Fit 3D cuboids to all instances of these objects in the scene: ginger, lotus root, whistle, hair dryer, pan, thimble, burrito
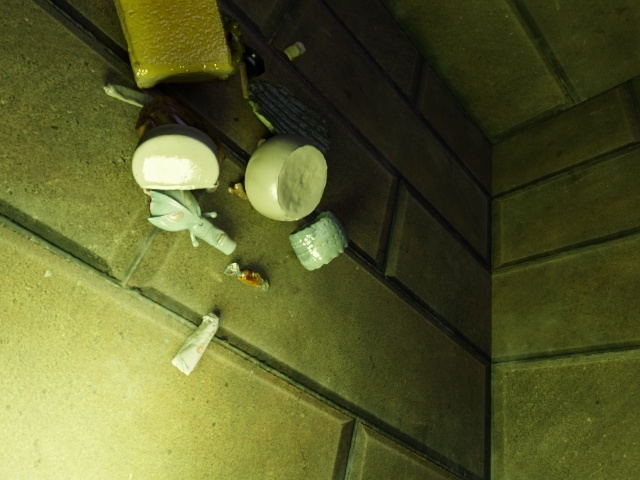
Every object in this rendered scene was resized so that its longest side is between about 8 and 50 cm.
[{"bbox_3d":[-0.297,-0.184,1.582,0.097,0.030,0.048,24,84,-39],"label":"ginger"},{"bbox_3d":[-0.442,-0.318,1.388,0.291,0.193,0.193,37,50,-33],"label":"lotus root"},{"bbox_3d":[-0.408,-0.067,1.359,0.346,0.134,0.142,42,43,-38],"label":"whistle"},{"bbox_3d":[-0.406,-0.194,1.460,0.115,0.063,0.037,12,65,-25],"label":"hair dryer"},{"bbox_3d":[-0.303,-0.781,1.828,0.129,0.048,0.201,8,68,-45],"label":"pan"},{"bbox_3d":[0.000,0.000,1.670,0.171,0.205,0.250,59,25,-8],"label":"thimble"},{"bbox_3d":[-0.362,0.300,1.278,0.064,0.064,0.203,47,47,-21],"label":"burrito"}]

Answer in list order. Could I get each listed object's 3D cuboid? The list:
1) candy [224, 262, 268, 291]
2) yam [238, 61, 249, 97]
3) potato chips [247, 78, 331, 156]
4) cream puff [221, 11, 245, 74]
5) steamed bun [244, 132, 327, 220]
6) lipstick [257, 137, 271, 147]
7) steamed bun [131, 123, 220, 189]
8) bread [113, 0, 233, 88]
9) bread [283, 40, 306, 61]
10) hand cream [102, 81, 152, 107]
[{"bbox_3d":[-0.244,0.125,1.484,0.182,0.047,0.053,29,55,-36],"label":"candy"},{"bbox_3d":[-0.303,-0.635,1.715,0.032,0.145,0.032,0,51,0],"label":"yam"},{"bbox_3d":[-0.122,-0.494,1.779,0.429,0.070,0.358,37,41,-23],"label":"potato chips"},{"bbox_3d":[-0.388,-0.764,1.637,0.282,0.185,0.281,21,57,-36],"label":"cream puff"},{"bbox_3d":[-0.135,-0.234,1.599,0.324,0.207,0.323,-26,124,-45],"label":"steamed bun"},{"bbox_3d":[-0.145,-0.395,1.800,0.255,0.070,0.070,-19,87,-48],"label":"lipstick"},{"bbox_3d":[-0.416,-0.247,1.258,0.242,0.164,0.146,-3,30,-15],"label":"steamed bun"},{"bbox_3d":[-0.485,-0.689,1.435,0.334,0.143,0.323,-12,90,-18],"label":"bread"},{"bbox_3d":[-0.122,-0.904,2.053,0.076,0.070,0.083,54,41,-15],"label":"bread"},{"bbox_3d":[-0.615,-0.466,1.389,0.165,0.037,0.057,9,66,-51],"label":"hand cream"}]
